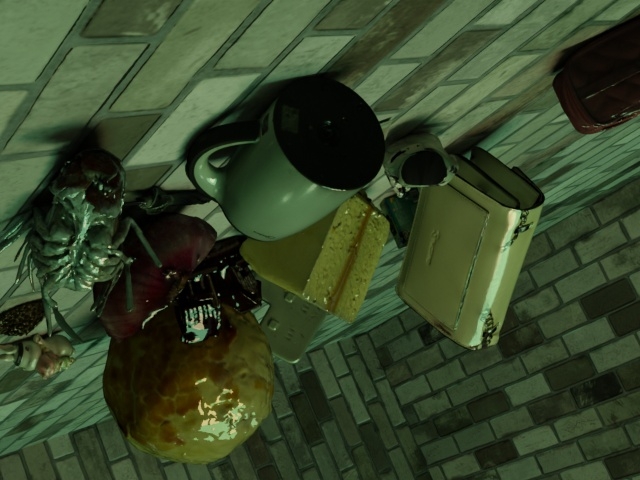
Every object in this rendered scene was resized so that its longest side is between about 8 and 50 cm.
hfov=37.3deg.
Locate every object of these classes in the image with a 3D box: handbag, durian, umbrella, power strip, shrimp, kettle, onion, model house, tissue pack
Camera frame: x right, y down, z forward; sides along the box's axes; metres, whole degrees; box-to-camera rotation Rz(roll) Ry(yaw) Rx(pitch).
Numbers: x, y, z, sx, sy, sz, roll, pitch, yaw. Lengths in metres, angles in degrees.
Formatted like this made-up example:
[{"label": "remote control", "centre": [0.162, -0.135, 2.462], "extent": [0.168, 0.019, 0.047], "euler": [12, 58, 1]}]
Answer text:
[{"label": "handbag", "centre": [0.312, 0.017, 1.953], "extent": [0.160, 0.237, 0.358], "euler": [-14, 131, -31]}, {"label": "durian", "centre": [-0.539, 0.136, 1.683], "extent": [0.130, 0.052, 0.066], "euler": [-24, -153, 15]}, {"label": "umbrella", "centre": [-0.213, -0.065, 1.420], "extent": [0.269, 0.044, 0.044], "euler": [-18, 131, -57]}, {"label": "power strip", "centre": [-0.072, 0.132, 2.188], "extent": [0.264, 0.194, 0.059], "euler": [-59, 176, -11]}, {"label": "handbag", "centre": [0.515, -0.280, 1.613], "extent": [0.225, 0.146, 0.135], "euler": [-25, 174, 3]}, {"label": "shrimp", "centre": [-0.313, 0.001, 1.240], "extent": [0.222, 0.166, 0.410], "euler": [14, 141, -14]}, {"label": "kettle", "centre": [-0.064, -0.103, 1.286], "extent": [0.221, 0.161, 0.236], "euler": [13, 154, -24]}, {"label": "onion", "centre": [-0.286, 0.045, 1.490], "extent": [0.227, 0.120, 0.283], "euler": [-50, -168, -21]}, {"label": "model house", "centre": [-0.202, 0.097, 1.835], "extent": [0.203, 0.164, 0.141], "euler": [-20, 173, -27]}, {"label": "tissue pack", "centre": [0.189, -0.046, 2.090], "extent": [0.085, 0.111, 0.079], "euler": [-20, 169, -14]}]

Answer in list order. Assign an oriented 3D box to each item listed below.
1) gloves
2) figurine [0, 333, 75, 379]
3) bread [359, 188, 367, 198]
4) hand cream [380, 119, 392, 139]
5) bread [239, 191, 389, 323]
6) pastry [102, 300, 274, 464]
[{"label": "gloves", "centre": [0.174, -0.140, 1.682], "extent": [0.128, 0.111, 0.212], "euler": [-30, -164, 6]}, {"label": "figurine", "centre": [-0.564, 0.229, 1.905], "extent": [0.098, 0.081, 0.146], "euler": [12, -172, 31]}, {"label": "bread", "centre": [0.050, -0.077, 1.866], "extent": [0.088, 0.033, 0.049], "euler": [-25, 156, 13]}, {"label": "hand cream", "centre": [0.075, -0.147, 1.600], "extent": [0.076, 0.047, 0.174], "euler": [-20, 159, -14]}, {"label": "bread", "centre": [0.000, 0.000, 1.835], "extent": [0.236, 0.198, 0.263], "euler": [-62, 151, -5]}, {"label": "pastry", "centre": [-0.286, 0.272, 1.983], "extent": [0.389, 0.388, 0.313], "euler": [-30, 134, 28]}]
